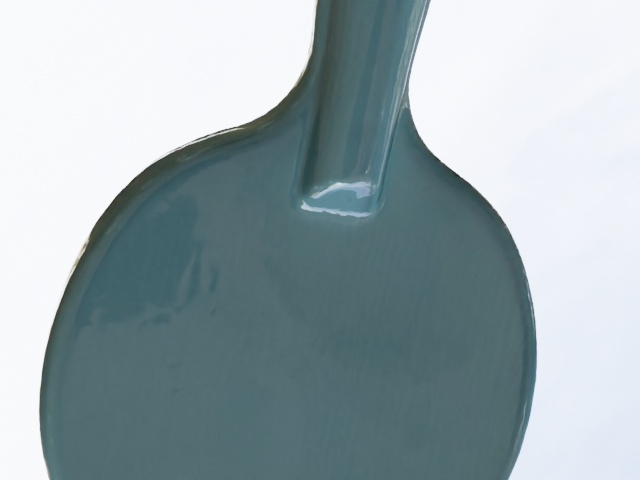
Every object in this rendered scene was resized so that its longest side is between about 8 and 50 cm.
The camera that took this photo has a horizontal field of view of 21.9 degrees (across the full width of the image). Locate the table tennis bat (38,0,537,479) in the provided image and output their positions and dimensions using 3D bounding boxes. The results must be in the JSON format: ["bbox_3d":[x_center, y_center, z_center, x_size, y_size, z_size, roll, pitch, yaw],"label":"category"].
[{"bbox_3d":[0.000,0.000,0.478,0.038,0.149,0.237,-147,-114,-72],"label":"table tennis bat"}]
